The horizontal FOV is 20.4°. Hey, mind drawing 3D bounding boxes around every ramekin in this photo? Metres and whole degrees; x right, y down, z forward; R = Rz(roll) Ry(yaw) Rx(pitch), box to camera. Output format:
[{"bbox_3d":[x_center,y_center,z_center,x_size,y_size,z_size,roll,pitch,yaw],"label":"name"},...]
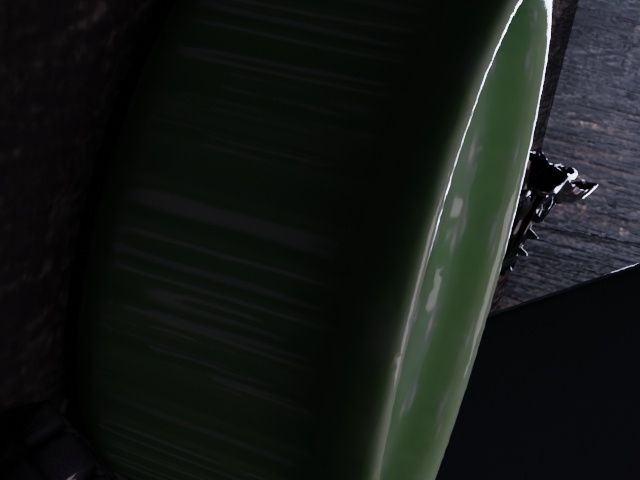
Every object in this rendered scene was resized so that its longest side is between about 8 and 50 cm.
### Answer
[{"bbox_3d":[0.000,0.000,0.855,0.303,0.148,0.303,15,90,-78],"label":"ramekin"}]

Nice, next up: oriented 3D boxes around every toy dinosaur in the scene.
[{"bbox_3d":[0.084,0.016,1.327,0.218,0.164,0.322,-61,-167,10],"label":"toy dinosaur"}]

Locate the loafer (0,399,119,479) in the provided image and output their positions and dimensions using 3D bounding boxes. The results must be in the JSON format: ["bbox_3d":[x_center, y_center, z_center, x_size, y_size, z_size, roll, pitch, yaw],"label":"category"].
[{"bbox_3d":[-0.112,0.115,0.693,0.078,0.076,0.223,-36,168,-8],"label":"loafer"}]

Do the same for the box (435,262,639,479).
[{"bbox_3d":[0.148,0.156,1.309,0.294,0.296,0.183,43,28,-76],"label":"box"}]
